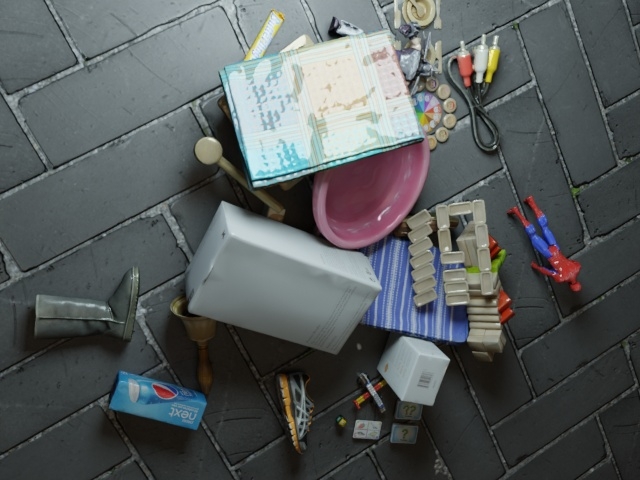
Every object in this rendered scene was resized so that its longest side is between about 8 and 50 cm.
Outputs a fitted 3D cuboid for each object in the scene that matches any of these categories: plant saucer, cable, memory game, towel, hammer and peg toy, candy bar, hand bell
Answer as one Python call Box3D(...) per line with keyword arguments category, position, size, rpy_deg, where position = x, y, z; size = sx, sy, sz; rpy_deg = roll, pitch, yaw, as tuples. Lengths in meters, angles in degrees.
Box3D(category="plant saucer", position=(0.106, -0.142, 1.431), size=(0.332, 0.084, 0.332), rpy_deg=(-25, 133, -29))
Box3D(category="cable", position=(0.387, -0.360, 1.566), size=(0.139, 0.072, 0.288), rpy_deg=(-11, 103, -10))
Box3D(category="memory game", position=(0.258, -0.316, 1.563), size=(0.186, 0.012, 0.186), rpy_deg=(-3, 100, -17))
Box3D(category="towel", position=(0.237, 0.120, 1.584), size=(0.335, 0.040, 0.243), rpy_deg=(14, 75, -20))
Box3D(category="towel", position=(-0.001, -0.274, 1.275), size=(0.369, 0.040, 0.272), rpy_deg=(-16, 80, -4))
Box3D(category="hammer and peg toy", position=(-0.097, -0.244, 1.402), size=(0.361, 0.127, 0.266), rpy_deg=(-41, 111, -7))
Box3D(category="candy bar", position=(-0.131, -0.445, 1.411), size=(0.040, 0.018, 0.162), rpy_deg=(30, 90, -21))
Box3D(category="hand bell", position=(-0.272, 0.252, 1.461), size=(0.126, 0.126, 0.242), rpy_deg=(-8, 114, -16))

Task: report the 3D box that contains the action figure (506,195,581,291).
Box3D(category="action figure", position=(0.606, 0.022, 1.706), size=(0.091, 0.139, 0.280), rpy_deg=(-33, 86, -6))

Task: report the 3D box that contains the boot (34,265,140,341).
Box3D(category="boot", position=(-0.509, 0.136, 1.374), size=(0.208, 0.076, 0.190), rpy_deg=(10, 94, -13))

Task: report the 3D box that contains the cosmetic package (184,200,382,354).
Box3D(category="cosmetic package", position=(-0.086, 0.091, 1.402), size=(0.384, 0.156, 0.217), rpy_deg=(23, 113, -25))

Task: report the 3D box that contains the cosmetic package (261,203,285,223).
Box3D(category="cosmetic package", position=(-0.120, -0.026, 1.469), size=(0.041, 0.060, 0.115), rpy_deg=(13, 97, -20))

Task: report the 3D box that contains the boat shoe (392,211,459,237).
Box3D(category="boat shoe", position=(0.263, -0.038, 1.592), size=(0.177, 0.064, 0.060), rpy_deg=(-1, 105, -11))

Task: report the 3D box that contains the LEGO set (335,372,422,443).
Box3D(category="LEGO set", position=(0.165, 0.445, 1.649), size=(0.244, 0.060, 0.183), rpy_deg=(10, 93, -19))

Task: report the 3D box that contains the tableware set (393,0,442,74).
Box3D(category="tableware set", position=(0.241, -0.498, 1.510), size=(0.128, 0.039, 0.194), rpy_deg=(-6, 102, -17))

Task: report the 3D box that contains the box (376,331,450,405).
Box3D(category="box", position=(0.229, 0.311, 1.577), size=(0.090, 0.170, 0.130), rpy_deg=(14, 102, -20))

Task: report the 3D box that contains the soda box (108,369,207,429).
Box3D(category="soda box", position=(-0.376, 0.370, 1.453), size=(0.210, 0.067, 0.071), rpy_deg=(21, 93, -21))

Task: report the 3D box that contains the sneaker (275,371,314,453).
Box3D(category="sneaker", position=(-0.053, 0.427, 1.562), size=(0.083, 0.084, 0.215), rpy_deg=(-13, 103, -20))

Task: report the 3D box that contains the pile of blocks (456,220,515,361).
Box3D(category="pile of blocks", position=(0.444, 0.128, 1.610), size=(0.149, 0.112, 0.363), rpy_deg=(-11, 96, -52))

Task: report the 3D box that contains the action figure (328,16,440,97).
Box3D(category="action figure", position=(0.149, -0.422, 1.452), size=(0.284, 0.099, 0.186), rpy_deg=(12, 97, -15))

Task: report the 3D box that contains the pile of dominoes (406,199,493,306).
Box3D(category="pile of dominoes", position=(0.316, 0.034, 1.551), size=(0.195, 0.040, 0.251), rpy_deg=(-6, 94, 9))

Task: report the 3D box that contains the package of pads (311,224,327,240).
Box3D(category="package of pads", position=(0.000, 0.000, 1.527), size=(0.050, 0.032, 0.083), rpy_deg=(25, 92, -23))
